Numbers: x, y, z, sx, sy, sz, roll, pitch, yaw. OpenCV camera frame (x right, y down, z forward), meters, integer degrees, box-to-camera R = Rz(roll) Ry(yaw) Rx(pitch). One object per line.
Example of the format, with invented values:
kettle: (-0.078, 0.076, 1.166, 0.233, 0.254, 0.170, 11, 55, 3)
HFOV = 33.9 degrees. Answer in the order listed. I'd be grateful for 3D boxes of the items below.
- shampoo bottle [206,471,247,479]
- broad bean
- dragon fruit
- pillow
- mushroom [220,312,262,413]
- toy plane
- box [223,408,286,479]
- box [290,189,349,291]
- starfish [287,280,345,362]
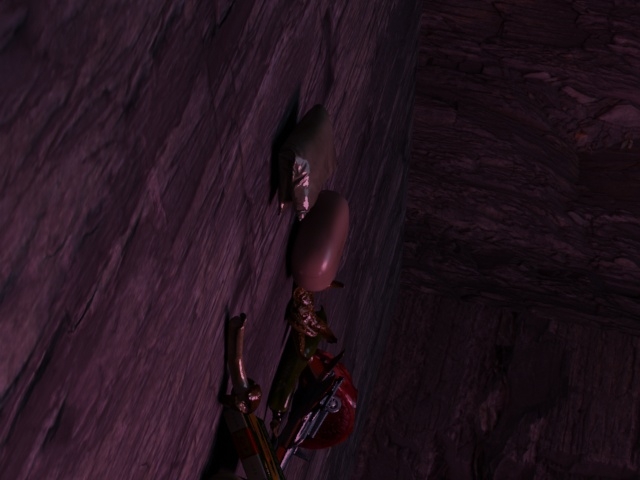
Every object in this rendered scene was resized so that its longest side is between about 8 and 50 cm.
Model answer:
shampoo bottle: (-0.142, 0.419, 1.694, 0.162, 0.079, 0.079, 69, 33, -73)
broad bean: (-0.049, 0.252, 2.133, 0.098, 0.056, 0.318, 95, 16, -53)
dragon fruit: (0.017, 0.375, 2.435, 0.163, 0.189, 0.261, -23, 134, -41)
pillow: (-0.027, -0.131, 1.746, 0.181, 0.078, 0.134, -62, 158, -50)
mushroom: (-0.126, 0.193, 1.625, 0.061, 0.060, 0.187, -45, 139, -47)
toy plane: (-0.036, 0.380, 2.200, 0.223, 0.104, 0.326, -31, -143, 63)
box: (-0.108, 0.356, 1.774, 0.235, 0.034, 0.132, 68, 0, -74)
box: (0.000, 0.000, 2.011, 0.146, 0.088, 0.200, 86, 17, -54)
starfish: (-0.014, 0.156, 2.099, 0.146, 0.074, 0.189, 42, 57, -60)
